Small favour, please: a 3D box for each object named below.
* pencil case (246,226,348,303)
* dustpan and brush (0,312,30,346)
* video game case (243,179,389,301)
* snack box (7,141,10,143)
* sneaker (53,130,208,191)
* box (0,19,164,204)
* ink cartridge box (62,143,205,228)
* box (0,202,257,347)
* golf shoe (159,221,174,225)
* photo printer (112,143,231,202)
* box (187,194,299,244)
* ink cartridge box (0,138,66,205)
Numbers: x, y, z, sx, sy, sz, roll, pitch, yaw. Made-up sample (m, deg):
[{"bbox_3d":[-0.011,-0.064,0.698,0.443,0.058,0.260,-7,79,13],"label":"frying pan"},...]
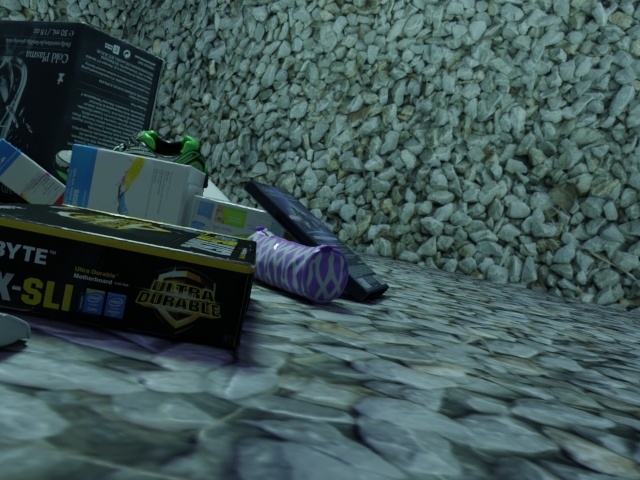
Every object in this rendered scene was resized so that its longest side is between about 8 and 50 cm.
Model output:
[{"bbox_3d":[-0.044,0.033,0.908,0.086,0.088,0.206,7,5,-38],"label":"pencil case"},{"bbox_3d":[-0.262,0.026,0.300,0.147,0.060,0.211,11,2,4],"label":"dustpan and brush"},{"bbox_3d":[0.000,0.000,1.060,0.274,0.026,0.196,43,10,13],"label":"video game case"},{"bbox_3d":[-0.869,-0.182,1.415,0.207,0.070,0.174,-17,-3,11],"label":"snack box"},{"bbox_3d":[-0.435,-0.191,1.378,0.344,0.146,0.134,-2,35,-7],"label":"sneaker"},{"bbox_3d":[-0.739,-0.328,1.656,0.480,0.471,0.297,12,3,29],"label":"box"},{"bbox_3d":[-0.376,-0.087,1.233,0.233,0.168,0.171,11,1,0],"label":"ink cartridge box"},{"bbox_3d":[-0.198,0.020,0.620,0.257,0.079,0.322,13,2,-6],"label":"box"},{"bbox_3d":[-0.200,0.025,0.914,0.176,0.069,0.086,16,-16,31],"label":"golf shoe"},{"bbox_3d":[-0.376,-0.120,1.571,0.307,0.107,0.256,45,21,21],"label":"photo printer"},{"bbox_3d":[-0.148,-0.012,1.178,0.203,0.114,0.103,13,2,17],"label":"box"},{"bbox_3d":[-0.633,-0.121,1.334,0.231,0.078,0.134,43,-13,-26],"label":"ink cartridge box"}]
